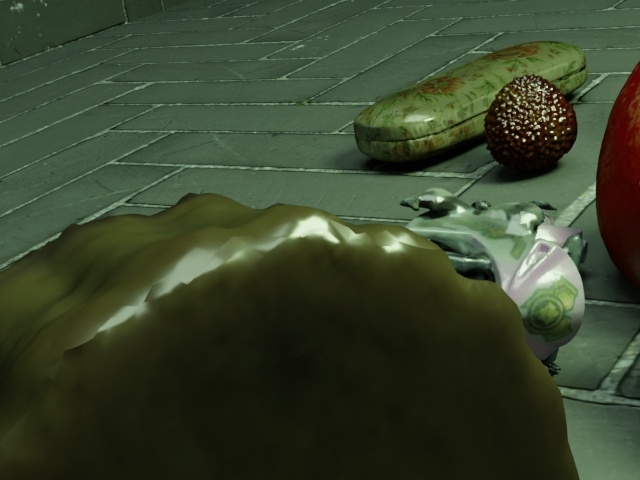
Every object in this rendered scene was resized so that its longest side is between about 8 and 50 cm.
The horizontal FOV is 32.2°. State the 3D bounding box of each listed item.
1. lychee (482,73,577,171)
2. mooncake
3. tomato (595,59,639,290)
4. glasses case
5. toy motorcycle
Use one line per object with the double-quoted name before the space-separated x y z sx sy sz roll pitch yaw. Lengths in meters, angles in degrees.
"lychee" 0.267 -0.147 1.419 0.123 0.123 0.129 8 26 39
"mooncake" -0.042 0.135 0.558 0.324 0.324 0.187 -21 20 -27
"tomato" 0.377 -0.096 0.985 0.338 0.143 0.338 -22 47 26
"glasses case" 0.228 -0.210 1.631 0.425 0.098 0.156 -26 22 -36
"toy motorcycle" 0.168 0.030 1.000 0.188 0.143 0.327 12 13 27
